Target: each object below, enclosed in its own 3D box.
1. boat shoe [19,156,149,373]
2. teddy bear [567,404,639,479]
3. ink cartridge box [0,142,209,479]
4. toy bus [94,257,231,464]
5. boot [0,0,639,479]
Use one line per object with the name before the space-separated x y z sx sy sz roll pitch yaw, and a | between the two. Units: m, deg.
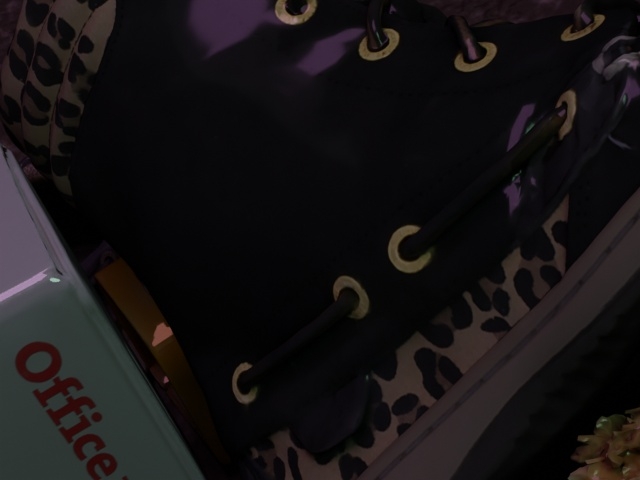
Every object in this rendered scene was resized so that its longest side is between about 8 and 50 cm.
boat shoe | -0.131 -0.008 0.794 0.103 0.092 0.285 -9 42 19
teddy bear | 0.210 0.026 0.444 0.338 0.245 0.113 -43 63 13
ink cartridge box | -0.194 0.118 0.603 0.273 0.198 0.115 -29 38 -6
toy bus | -0.007 0.009 0.703 0.191 0.104 0.202 -5 44 22
boot | 0.042 -0.069 0.536 0.284 0.138 0.377 49 120 25
